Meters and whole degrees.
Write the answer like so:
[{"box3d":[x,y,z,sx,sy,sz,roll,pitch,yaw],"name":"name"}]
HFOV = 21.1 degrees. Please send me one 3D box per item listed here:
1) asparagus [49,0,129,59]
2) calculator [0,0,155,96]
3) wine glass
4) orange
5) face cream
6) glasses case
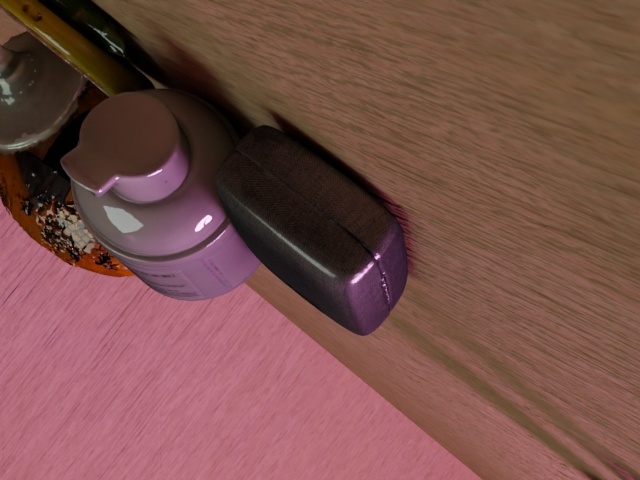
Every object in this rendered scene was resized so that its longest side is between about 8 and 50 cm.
[{"box3d":[-0.188,-0.179,1.328,0.108,0.021,0.025,38,179,-6],"name":"asparagus"},{"box3d":[-0.201,-0.160,1.426,0.146,0.032,0.235,39,-179,11],"name":"calculator"},{"box3d":[-0.340,-0.203,1.499,0.143,0.143,0.321,34,174,35],"name":"wine glass"},{"box3d":[-0.213,-0.062,1.707,0.234,0.182,0.234,26,179,0],"name":"orange"},{"box3d":[-0.123,-0.046,1.369,0.145,0.145,0.369,37,174,8],"name":"face cream"},{"box3d":[0.000,0.000,1.320,0.131,0.074,0.323,38,175,9],"name":"glasses case"}]
